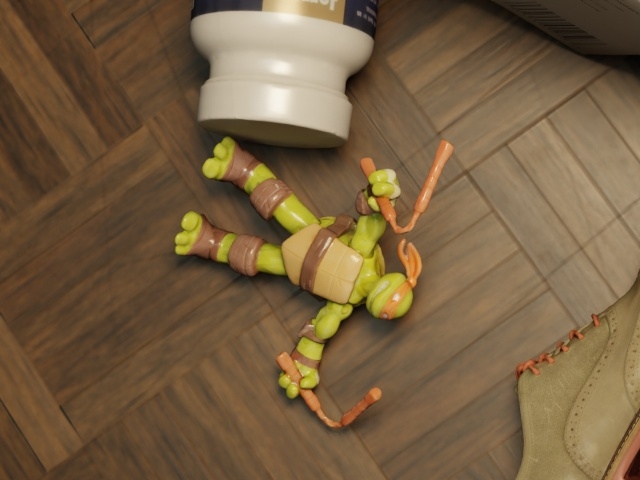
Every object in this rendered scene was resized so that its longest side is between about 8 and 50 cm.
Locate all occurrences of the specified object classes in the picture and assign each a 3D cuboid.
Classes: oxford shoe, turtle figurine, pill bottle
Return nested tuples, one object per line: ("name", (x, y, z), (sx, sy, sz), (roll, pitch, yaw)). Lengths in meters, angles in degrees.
("oxford shoe", (0.219, 0.102, 1.339), (0.130, 0.123, 0.348), (20, 87, 16))
("turtle figurine", (0.000, 0.000, 1.398), (0.217, 0.087, 0.270), (30, 118, 19))
("pill bottle", (-0.026, -0.216, 1.403), (0.153, 0.153, 0.265), (4, 85, 11))

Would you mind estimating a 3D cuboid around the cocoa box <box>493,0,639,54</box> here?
("cocoa box", (0.164, -0.313, 1.270), (0.347, 0.231, 0.228), (27, 87, -21))
